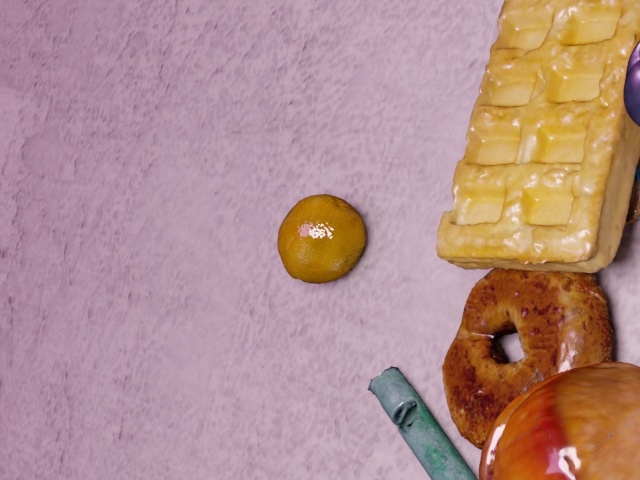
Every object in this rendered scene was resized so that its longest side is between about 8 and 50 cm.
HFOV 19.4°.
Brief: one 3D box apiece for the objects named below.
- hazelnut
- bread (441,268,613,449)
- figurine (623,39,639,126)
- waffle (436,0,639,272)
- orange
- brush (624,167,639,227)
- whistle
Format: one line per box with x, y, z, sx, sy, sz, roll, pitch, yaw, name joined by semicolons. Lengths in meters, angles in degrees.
0.224;0.182;1.518;0.182;0.182;0.182;-16;67;43;hazelnut
0.184;0.103;1.657;0.193;0.064;0.193;-24;58;45;bread
0.345;-0.159;1.508;0.222;0.145;0.145;-40;52;30;figurine
0.208;-0.097;1.650;0.168;0.057;0.274;0;66;43;waffle
0.000;0.000;1.866;0.095;0.085;0.085;-57;44;28;orange
0.253;-0.083;1.671;0.051;0.014;0.164;-34;55;34;brush
0.103;0.192;1.732;0.039;0.039;0.186;-54;46;21;whistle
